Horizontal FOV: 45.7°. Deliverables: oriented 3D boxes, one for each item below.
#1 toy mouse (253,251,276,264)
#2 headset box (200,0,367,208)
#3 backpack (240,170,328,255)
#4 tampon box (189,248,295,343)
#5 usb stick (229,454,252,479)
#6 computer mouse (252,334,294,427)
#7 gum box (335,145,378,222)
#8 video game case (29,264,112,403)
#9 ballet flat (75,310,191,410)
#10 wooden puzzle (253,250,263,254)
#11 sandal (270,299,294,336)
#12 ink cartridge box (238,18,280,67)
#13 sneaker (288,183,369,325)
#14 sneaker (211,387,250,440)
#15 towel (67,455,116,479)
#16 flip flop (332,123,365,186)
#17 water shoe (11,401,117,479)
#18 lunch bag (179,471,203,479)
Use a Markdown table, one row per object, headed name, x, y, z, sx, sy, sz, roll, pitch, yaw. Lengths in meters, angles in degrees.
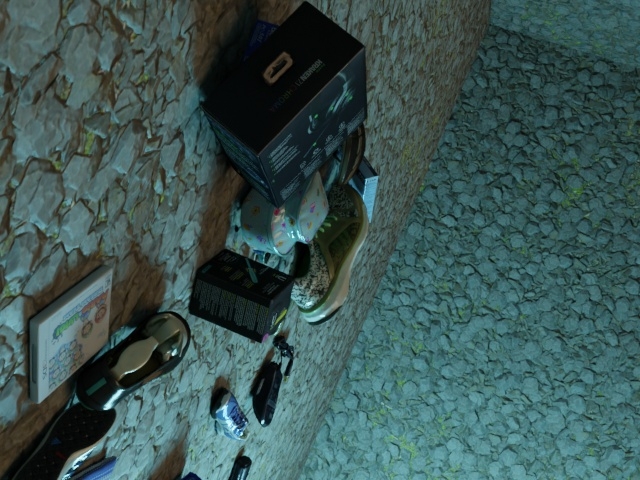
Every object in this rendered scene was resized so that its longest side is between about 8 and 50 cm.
| name | x | y | z | sx | sy | sz | roll | pitch | yaw |
| --- | --- | --- | --- | --- | --- | --- | --- | --- | --- |
| toy mouse | -0.142 | 0.063 | 1.722 | 0.143 | 0.031 | 0.161 | -45 | 154 | -58 |
| headset box | -0.049 | -0.218 | 1.267 | 0.246 | 0.131 | 0.283 | -47 | 167 | -8 |
| backpack | -0.075 | -0.063 | 1.540 | 0.188 | 0.144 | 0.166 | -55 | 151 | -27 |
| tampon box | -0.151 | 0.107 | 1.476 | 0.120 | 0.161 | 0.101 | -42 | 150 | -61 |
| usb stick | -0.269 | 0.782 | 2.299 | 0.077 | 0.045 | 0.278 | -37 | 146 | -78 |
| computer mouse | -0.142 | 0.411 | 2.210 | 0.184 | 0.060 | 0.262 | 54 | 46 | -69 |
| gum box | 0.096 | -0.158 | 2.075 | 0.041 | 0.157 | 0.184 | -16 | 143 | -19 |
| video game case | -0.345 | 0.128 | 1.056 | 0.157 | 0.019 | 0.143 | -49 | 157 | -55 |
| ballet flat | -0.271 | 0.177 | 1.218 | 0.096 | 0.095 | 0.280 | -41 | -177 | 31 |
| wooden puzzle | -0.114 | -0.015 | 1.635 | 0.116 | 0.079 | 0.014 | -54 | 134 | -27 |
| sandal | -0.115 | 0.170 | 1.945 | 0.049 | 0.072 | 0.180 | -6 | 124 | -51 |
| ink cartridge box | -0.081 | -0.308 | 1.360 | 0.207 | 0.046 | 0.097 | 24 | 86 | -76 |
| sneaker | 0.000 | 0.000 | 1.927 | 0.182 | 0.158 | 0.410 | 38 | 50 | -35 |
| sneaker | -0.218 | 0.434 | 1.888 | 0.080 | 0.081 | 0.211 | -59 | 162 | -29 |
| towel | -0.446 | 0.547 | 1.260 | 0.243 | 0.040 | 0.336 | -10 | 121 | -75 |
| flip flop | 0.056 | -0.273 | 1.909 | 0.112 | 0.080 | 0.277 | -43 | 137 | -51 |
| water shoe | -0.385 | 0.314 | 1.120 | 0.203 | 0.073 | 0.080 | -48 | 177 | -47 |
| lunch bag | -0.353 | 0.681 | 1.683 | 0.293 | 0.138 | 0.220 | -4 | 118 | -65 |
